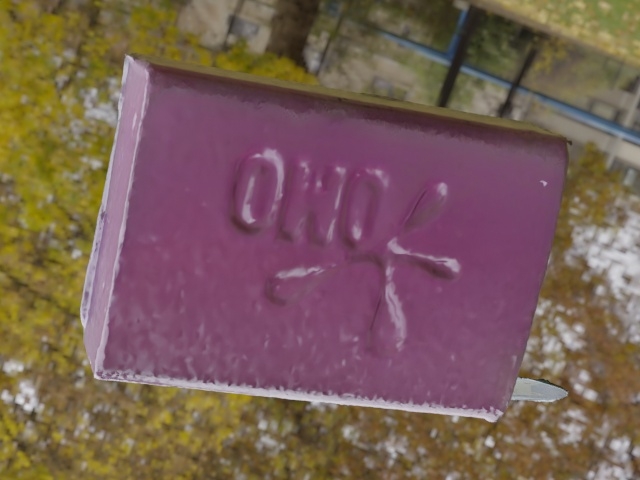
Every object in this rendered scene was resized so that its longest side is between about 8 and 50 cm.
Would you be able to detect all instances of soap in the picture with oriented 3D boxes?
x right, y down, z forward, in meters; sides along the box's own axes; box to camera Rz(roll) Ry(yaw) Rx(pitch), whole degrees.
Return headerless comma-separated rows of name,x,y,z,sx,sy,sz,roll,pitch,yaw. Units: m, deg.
soap,0.001,0.000,0.708,0.259,0.181,0.081,9,-169,-18

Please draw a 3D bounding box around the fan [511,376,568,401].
fan,0.116,0.118,1.004,0.175,0.005,0.113,3,163,14
